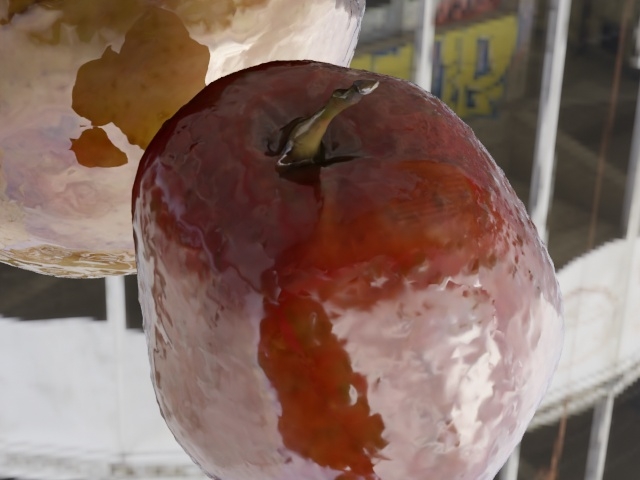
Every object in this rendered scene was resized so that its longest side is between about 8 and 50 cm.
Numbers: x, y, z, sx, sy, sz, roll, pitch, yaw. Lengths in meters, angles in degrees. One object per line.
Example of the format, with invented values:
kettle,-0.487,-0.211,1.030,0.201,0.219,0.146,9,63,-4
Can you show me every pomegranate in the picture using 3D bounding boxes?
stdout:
pomegranate,-0.130,-0.139,0.747,0.322,0.322,0.322,2,-152,-1

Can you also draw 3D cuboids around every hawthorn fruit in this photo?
hawthorn fruit,0.000,0.000,0.513,0.163,0.203,0.162,-9,-136,9
